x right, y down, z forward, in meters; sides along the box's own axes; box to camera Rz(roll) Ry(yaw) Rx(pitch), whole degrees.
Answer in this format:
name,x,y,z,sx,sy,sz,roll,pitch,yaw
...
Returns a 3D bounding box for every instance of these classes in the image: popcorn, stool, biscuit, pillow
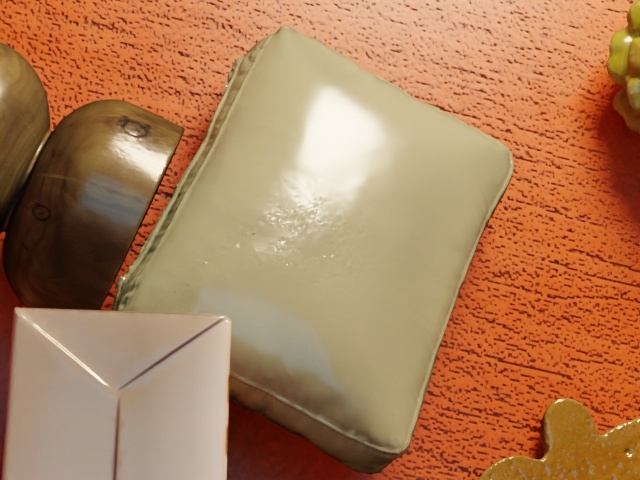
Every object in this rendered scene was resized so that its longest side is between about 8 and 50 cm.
name,x,y,z,sx,sy,sz,roll,pitch,yaw
popcorn,0.333,-0.146,1.679,0.174,0.142,0.173,4,65,-10
stool,-0.259,-0.061,1.497,0.264,0.179,0.179,24,70,-5
biscuit,0.230,0.204,1.607,0.240,0.035,0.158,-10,74,-16
pillow,0.000,0.000,1.558,0.255,0.120,0.322,28,58,-5

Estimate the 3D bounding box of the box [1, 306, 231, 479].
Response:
name,x,y,z,sx,sy,sz,roll,pitch,yaw
box,-0.141,0.195,1.362,0.143,0.341,0.224,3,72,-4
